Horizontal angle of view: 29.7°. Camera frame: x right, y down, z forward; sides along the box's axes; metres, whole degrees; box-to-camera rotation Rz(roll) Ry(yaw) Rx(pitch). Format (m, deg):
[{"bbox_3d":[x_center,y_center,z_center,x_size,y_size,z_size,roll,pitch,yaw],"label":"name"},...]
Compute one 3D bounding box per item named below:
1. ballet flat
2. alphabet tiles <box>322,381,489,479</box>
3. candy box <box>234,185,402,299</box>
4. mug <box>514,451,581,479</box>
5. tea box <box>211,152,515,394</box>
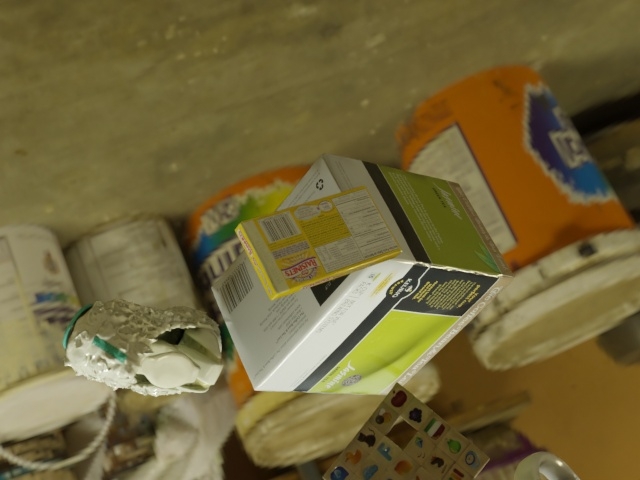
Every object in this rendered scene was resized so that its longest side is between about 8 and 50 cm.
[{"bbox_3d":[-0.219,0.171,1.723,0.147,0.147,0.409,-29,166,15],"label":"ballet flat"},{"bbox_3d":[0.120,0.375,1.902,0.237,0.198,0.009,-52,152,0],"label":"alphabet tiles"},{"bbox_3d":[0.000,0.000,1.539,0.206,0.105,0.027,-17,164,-35],"label":"candy box"},{"bbox_3d":[0.423,0.509,1.920,0.276,0.374,0.328,-36,155,25],"label":"mug"},{"bbox_3d":[0.066,0.068,1.937,0.324,0.220,0.329,11,132,-42],"label":"tea box"}]
